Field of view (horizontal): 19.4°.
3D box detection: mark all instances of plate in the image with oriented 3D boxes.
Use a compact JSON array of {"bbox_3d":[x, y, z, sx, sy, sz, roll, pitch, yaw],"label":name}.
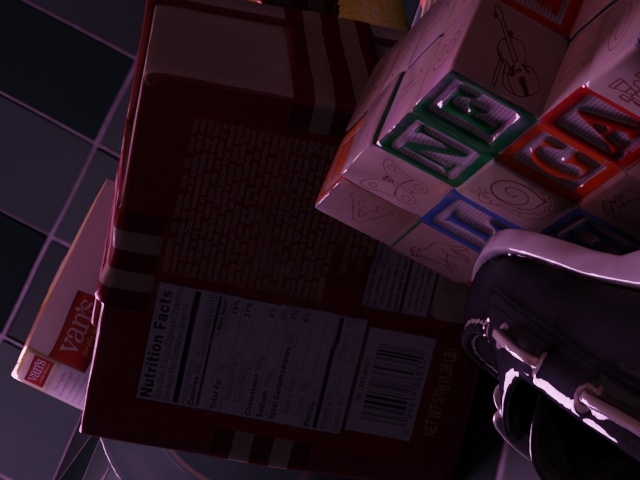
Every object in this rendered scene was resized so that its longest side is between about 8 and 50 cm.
[{"bbox_3d":[-0.057,0.119,1.250,0.024,0.188,0.188,-56,11,45],"label":"plate"}]

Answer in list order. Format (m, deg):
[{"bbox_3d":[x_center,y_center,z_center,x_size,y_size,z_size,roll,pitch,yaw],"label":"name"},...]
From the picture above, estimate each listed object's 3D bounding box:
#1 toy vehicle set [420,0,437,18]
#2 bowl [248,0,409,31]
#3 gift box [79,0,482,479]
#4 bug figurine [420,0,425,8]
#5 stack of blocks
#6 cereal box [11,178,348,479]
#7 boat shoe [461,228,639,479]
[{"bbox_3d":[0.079,-0.088,1.334,0.166,0.035,0.267,-84,6,-66],"label":"toy vehicle set"},{"bbox_3d":[-0.010,-0.142,1.745,0.156,0.289,0.289,37,102,37],"label":"bowl"},{"bbox_3d":[0.000,0.000,1.146,0.258,0.276,0.255,-102,28,-70],"label":"gift box"},{"bbox_3d":[0.121,-0.282,1.543,0.216,0.072,0.279,70,-149,-42],"label":"bug figurine"},{"bbox_3d":[0.132,-0.057,0.805,0.087,0.171,0.297,-66,11,-24],"label":"stack of blocks"},{"bbox_3d":[-0.078,0.075,1.324,0.047,0.240,0.173,-55,12,45],"label":"cereal box"},{"bbox_3d":[0.113,0.059,0.754,0.091,0.114,0.302,-57,8,-9],"label":"boat shoe"}]
